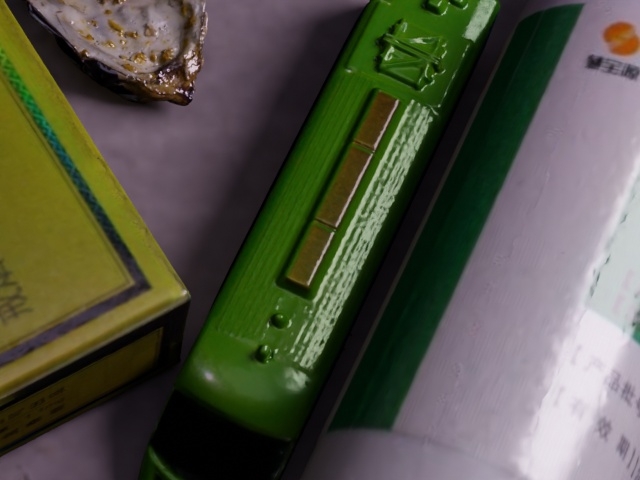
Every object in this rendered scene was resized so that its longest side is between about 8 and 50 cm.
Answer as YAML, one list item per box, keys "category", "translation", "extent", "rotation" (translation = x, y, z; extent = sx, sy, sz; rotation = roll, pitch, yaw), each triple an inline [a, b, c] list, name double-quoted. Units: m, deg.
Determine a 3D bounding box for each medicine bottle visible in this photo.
- category: "medicine bottle"
  translation: [0.081, -0.004, 0.552]
  extent: [0.095, 0.095, 0.260]
  rotation: [25, 66, 2]

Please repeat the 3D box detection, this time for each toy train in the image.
- category: "toy train"
  translation: [0.000, 0.000, 0.566]
  extent: [0.044, 0.042, 0.209]
  rotation: [24, 65, 3]

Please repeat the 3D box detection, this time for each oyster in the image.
- category: "oyster"
  translation: [-0.070, -0.078, 0.602]
  extent: [0.054, 0.019, 0.083]
  rotation: [-37, 75, -23]

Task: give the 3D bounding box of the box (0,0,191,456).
- category: "box"
  translation: [-0.168, 0.020, 0.519]
  extent: [0.220, 0.064, 0.141]
  rotation: [-27, 73, -17]
